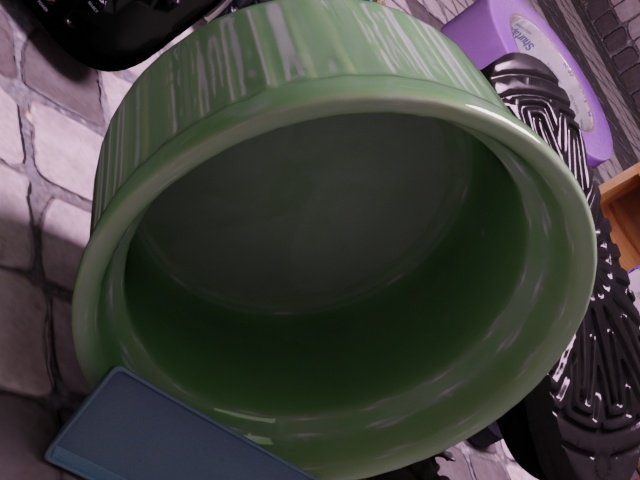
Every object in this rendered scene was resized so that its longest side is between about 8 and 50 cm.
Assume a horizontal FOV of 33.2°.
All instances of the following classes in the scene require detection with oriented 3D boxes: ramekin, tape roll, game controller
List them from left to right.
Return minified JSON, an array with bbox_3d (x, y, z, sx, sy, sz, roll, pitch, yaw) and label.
[{"bbox_3d":[-0.211,-0.282,0.818,0.319,0.067,0.166,50,57,-9],"label":"game controller"},{"bbox_3d":[0.000,0.000,0.666,0.303,0.303,0.148,38,23,-36],"label":"ramekin"},{"bbox_3d":[0.279,-0.203,1.448,0.275,0.090,0.275,36,36,-31],"label":"tape roll"}]

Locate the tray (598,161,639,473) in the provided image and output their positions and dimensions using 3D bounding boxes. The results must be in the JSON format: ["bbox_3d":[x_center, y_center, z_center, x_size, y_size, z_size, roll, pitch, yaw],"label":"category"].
[{"bbox_3d":[0.453,0.121,1.453,0.076,0.203,0.411,15,46,-57],"label":"tray"}]

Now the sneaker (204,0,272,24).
[{"bbox_3d":[-0.032,-0.183,1.075,0.122,0.110,0.283,-42,109,-83],"label":"sneaker"}]

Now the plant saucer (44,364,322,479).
[{"bbox_3d":[-0.072,0.137,0.641,0.192,0.067,0.018,38,3,-35],"label":"plant saucer"}]

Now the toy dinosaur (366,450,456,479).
[{"bbox_3d":[0.070,0.180,0.853,0.118,0.064,0.268,31,31,-32],"label":"toy dinosaur"}]

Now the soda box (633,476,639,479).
[{"bbox_3d":[0.383,0.388,1.141,0.092,0.083,0.263,26,37,-49],"label":"soda box"}]

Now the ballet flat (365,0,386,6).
[{"bbox_3d":[0.056,-0.266,1.366,0.067,0.073,0.206,64,25,-19],"label":"ballet flat"}]

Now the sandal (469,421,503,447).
[{"bbox_3d":[0.113,0.085,1.049,0.254,0.054,0.097,52,25,-10],"label":"sandal"}]

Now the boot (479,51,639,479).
[{"bbox_3d":[0.105,0.048,0.863,0.131,0.260,0.348,8,66,-41],"label":"boot"}]

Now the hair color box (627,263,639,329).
[{"bbox_3d":[0.394,0.111,1.192,0.185,0.339,0.110,60,25,8],"label":"hair color box"}]
